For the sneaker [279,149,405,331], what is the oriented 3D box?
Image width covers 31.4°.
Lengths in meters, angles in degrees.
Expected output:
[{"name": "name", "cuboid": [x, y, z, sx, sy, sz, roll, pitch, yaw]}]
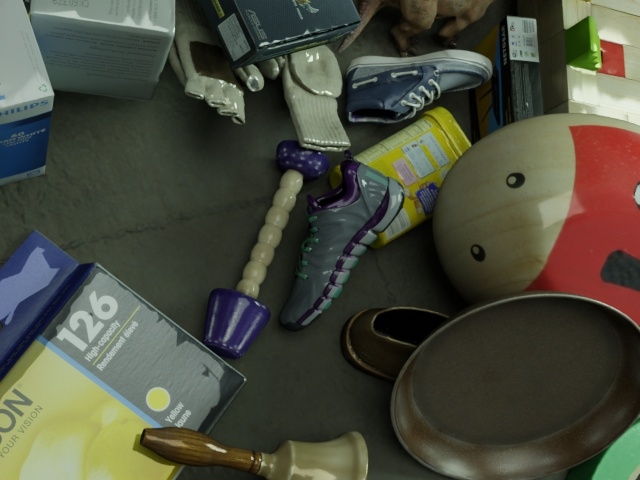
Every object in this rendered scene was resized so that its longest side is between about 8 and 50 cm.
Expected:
[{"name": "sneaker", "cuboid": [0.000, 0.000, 1.360, 0.098, 0.083, 0.223, 34, 96, -17]}]

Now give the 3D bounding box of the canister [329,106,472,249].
[{"name": "canister", "cuboid": [0.111, -0.079, 1.452, 0.170, 0.073, 0.126, -30, 85, -19]}]

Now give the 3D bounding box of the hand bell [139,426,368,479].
[{"name": "hand bell", "cuboid": [-0.082, 0.244, 1.265, 0.242, 0.126, 0.126, 19, 71, -18]}]

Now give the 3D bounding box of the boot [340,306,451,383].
[{"name": "boot", "cuboid": [0.183, 0.149, 1.390, 0.305, 0.115, 0.112, 16, 69, -13]}]

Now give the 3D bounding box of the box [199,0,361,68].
[{"name": "box", "cuboid": [-0.072, -0.331, 1.338, 0.183, 0.059, 0.232, -23, 89, -43]}]

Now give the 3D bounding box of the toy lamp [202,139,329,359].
[{"name": "toy lamp", "cuboid": [-0.069, 0.012, 1.376, 0.080, 0.080, 0.274, 26, 68, -8]}]

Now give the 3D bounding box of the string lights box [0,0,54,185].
[{"name": "string lights box", "cuboid": [-0.351, -0.161, 1.242, 0.077, 0.260, 0.133, -17, 81, -19]}]

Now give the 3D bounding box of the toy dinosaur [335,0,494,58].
[{"name": "toy dinosaur", "cuboid": [0.154, -0.330, 1.456, 0.296, 0.200, 0.127, -15, 82, -12]}]

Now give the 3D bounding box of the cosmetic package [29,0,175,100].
[{"name": "cosmetic package", "cuboid": [-0.247, -0.267, 1.277, 0.152, 0.183, 0.151, 6, 73, -14]}]

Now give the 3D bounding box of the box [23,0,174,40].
[{"name": "box", "cuboid": [-0.296, -0.268, 1.394, 0.232, 0.058, 0.087, 23, 69, -10]}]

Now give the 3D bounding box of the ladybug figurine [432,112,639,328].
[{"name": "ladybug figurine", "cuboid": [0.355, 0.014, 1.389, 0.449, 0.162, 0.305, 15, 106, -22]}]

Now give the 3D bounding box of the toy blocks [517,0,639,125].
[{"name": "toy blocks", "cuboid": [0.404, -0.241, 1.540, 0.261, 0.191, 0.381, 8, 72, -25]}]

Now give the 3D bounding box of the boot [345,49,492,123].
[{"name": "boot", "cuboid": [0.125, -0.190, 1.460, 0.190, 0.069, 0.086, -2, 58, 11]}]

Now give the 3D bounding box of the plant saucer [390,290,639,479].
[{"name": "plant saucer", "cuboid": [0.232, 0.167, 1.335, 0.311, 0.310, 0.050, 7, 37, -14]}]

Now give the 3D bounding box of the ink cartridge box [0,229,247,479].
[{"name": "ink cartridge box", "cuboid": [-0.290, 0.185, 1.271, 0.307, 0.072, 0.303, 38, 69, -6]}]

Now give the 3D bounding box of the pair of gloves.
[{"name": "pair of gloves", "cuboid": [-0.072, -0.213, 1.395, 0.240, 0.042, 0.204, 14, 48, -28]}]

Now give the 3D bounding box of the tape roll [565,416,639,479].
[{"name": "tape roll", "cuboid": [0.455, 0.376, 1.425, 0.321, 0.077, 0.321, 4, 75, -14]}]

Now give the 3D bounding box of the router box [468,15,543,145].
[{"name": "router box", "cuboid": [0.240, -0.183, 1.483, 0.046, 0.133, 0.178, 3, 74, -16]}]
